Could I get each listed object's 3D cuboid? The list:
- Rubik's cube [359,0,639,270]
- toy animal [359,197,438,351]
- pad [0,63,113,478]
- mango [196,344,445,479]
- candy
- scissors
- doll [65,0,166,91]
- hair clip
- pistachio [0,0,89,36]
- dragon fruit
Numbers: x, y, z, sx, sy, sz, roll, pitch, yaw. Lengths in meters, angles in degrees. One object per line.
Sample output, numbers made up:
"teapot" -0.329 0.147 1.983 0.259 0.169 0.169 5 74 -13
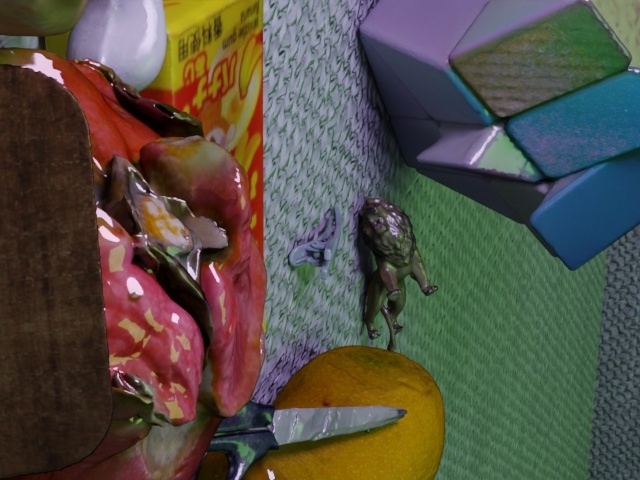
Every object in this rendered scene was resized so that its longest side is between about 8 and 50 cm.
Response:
"Rubik's cube" 0.239 -0.194 1.404 0.358 0.368 0.387 -55 155 -14
"toy animal" 0.079 0.048 1.473 0.069 0.086 0.219 -20 134 -22
"pad" -0.195 0.105 0.497 0.055 0.250 0.323 -157 -118 -78
"mango" 0.008 0.207 1.266 0.359 0.144 0.186 -34 114 -54
"candy" -0.101 -0.033 0.922 0.146 0.088 0.276 -47 144 -58
"scissors" -0.030 0.149 1.123 0.300 0.022 0.109 1 83 -48
"doll" -0.125 -0.237 0.725 0.252 0.111 0.237 72 19 -51
"hair clip" 0.000 -0.001 1.309 0.115 0.039 0.030 -61 164 -67
"pistachio" -0.147 -0.214 0.489 0.308 0.230 0.230 81 27 -47
"dragon fruit" -0.136 0.055 0.670 0.305 0.226 0.305 8 90 -71
